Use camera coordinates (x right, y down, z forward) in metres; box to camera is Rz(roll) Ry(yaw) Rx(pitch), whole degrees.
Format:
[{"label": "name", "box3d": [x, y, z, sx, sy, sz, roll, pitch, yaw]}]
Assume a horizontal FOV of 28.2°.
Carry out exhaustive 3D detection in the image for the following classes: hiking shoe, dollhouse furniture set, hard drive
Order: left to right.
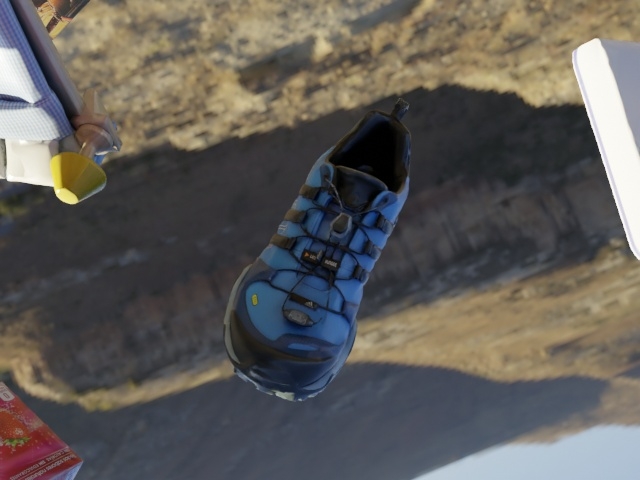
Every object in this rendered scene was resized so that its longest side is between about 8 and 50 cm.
[{"label": "dollhouse furniture set", "box3d": [-0.331, -0.112, 0.897, 0.303, 0.198, 0.286, 6, 144, 19]}, {"label": "hiking shoe", "box3d": [0.000, 0.000, 1.073, 0.304, 0.113, 0.132, -67, 175, -49]}, {"label": "hard drive", "box3d": [0.389, -0.095, 1.290, 0.318, 0.210, 0.040, -5, 165, -44]}]

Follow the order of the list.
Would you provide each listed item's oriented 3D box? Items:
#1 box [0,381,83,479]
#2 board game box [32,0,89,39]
[{"label": "box", "box3d": [-0.356, 0.245, 1.142, 0.257, 0.122, 0.128, -23, 150, -56]}, {"label": "board game box", "box3d": [-0.285, -0.285, 1.217, 0.243, 0.165, 0.042, -40, -150, 25]}]
